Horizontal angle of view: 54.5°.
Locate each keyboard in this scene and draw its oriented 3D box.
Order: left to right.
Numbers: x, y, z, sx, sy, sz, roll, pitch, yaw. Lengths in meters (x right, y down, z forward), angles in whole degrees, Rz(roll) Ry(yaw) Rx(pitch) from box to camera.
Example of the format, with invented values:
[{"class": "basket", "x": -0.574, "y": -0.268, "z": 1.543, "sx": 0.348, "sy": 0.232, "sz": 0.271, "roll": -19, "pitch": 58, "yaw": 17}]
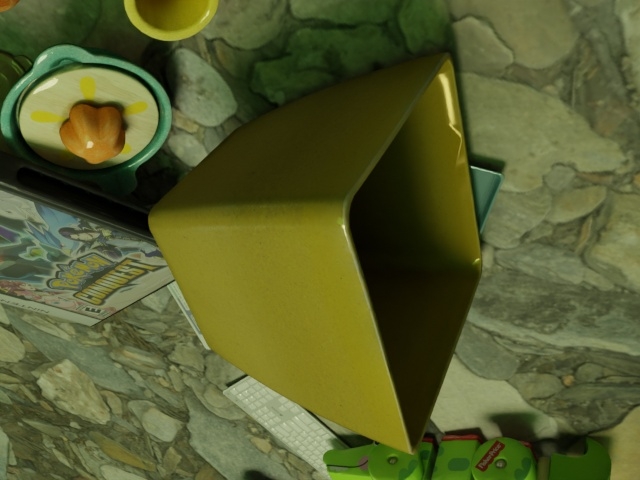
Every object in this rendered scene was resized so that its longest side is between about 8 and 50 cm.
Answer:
[{"class": "keyboard", "x": -0.016, "y": 0.264, "z": 0.832, "sx": 0.072, "sy": 0.014, "sz": 0.256, "roll": -33, "pitch": 112, "yaw": 35}]

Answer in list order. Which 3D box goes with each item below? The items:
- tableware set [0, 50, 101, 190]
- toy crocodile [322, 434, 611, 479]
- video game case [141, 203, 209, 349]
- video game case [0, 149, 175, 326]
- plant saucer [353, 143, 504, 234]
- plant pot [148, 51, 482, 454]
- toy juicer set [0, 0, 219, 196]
[{"class": "tableware set", "x": -0.279, "y": -0.114, "z": 0.619, "sx": 0.141, "sy": 0.020, "sz": 0.168, "roll": 19, "pitch": 129, "yaw": 2}, {"class": "toy crocodile", "x": 0.162, "y": 0.278, "z": 0.739, "sx": 0.341, "sy": 0.105, "sz": 0.115, "roll": -10, "pitch": 124, "yaw": 30}, {"class": "video game case", "x": -0.088, "y": 0.037, "z": 0.672, "sx": 0.183, "sy": 0.023, "sz": 0.201, "roll": -9, "pitch": 123, "yaw": 23}, {"class": "video game case", "x": -0.284, "y": 0.011, "z": 0.616, "sx": 0.248, "sy": 0.035, "sz": 0.275, "roll": 24, "pitch": 146, "yaw": -35}, {"class": "plant saucer", "x": 0.059, "y": -0.060, "z": 0.553, "sx": 0.192, "sy": 0.018, "sz": 0.067, "roll": 15, "pitch": 130, "yaw": 5}, {"class": "plant pot", "x": 0.000, "y": 0.000, "z": 0.487, "sx": 0.187, "sy": 0.212, "sz": 0.212, "roll": 3, "pitch": 128, "yaw": 29}, {"class": "toy juicer set", "x": -0.225, "y": -0.103, "z": 0.502, "sx": 0.209, "sy": 0.089, "sz": 0.329, "roll": -1, "pitch": 141, "yaw": -34}]
